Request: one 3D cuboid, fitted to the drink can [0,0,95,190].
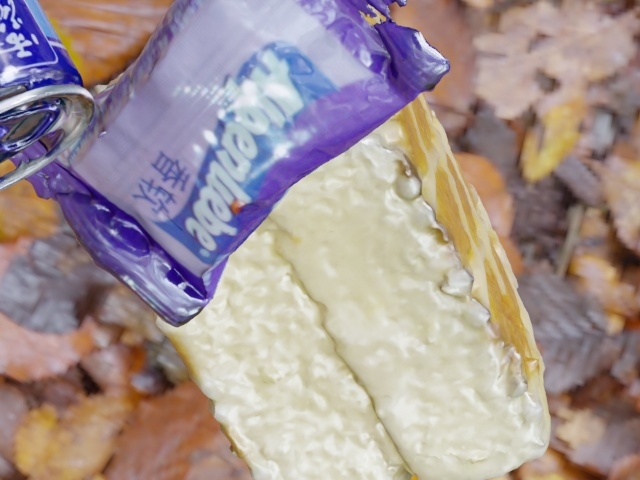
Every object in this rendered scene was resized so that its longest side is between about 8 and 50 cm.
[{"bbox_3d":[-0.196,-0.136,0.848,0.097,0.097,0.235,-24,77,-27],"label":"drink can"}]

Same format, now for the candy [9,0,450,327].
[{"bbox_3d":[-0.056,-0.068,0.990,0.145,0.275,0.070,47,39,0],"label":"candy"}]

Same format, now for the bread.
[{"bbox_3d":[0.000,0.000,1.631,0.279,0.390,0.371,-28,118,7],"label":"bread"}]
